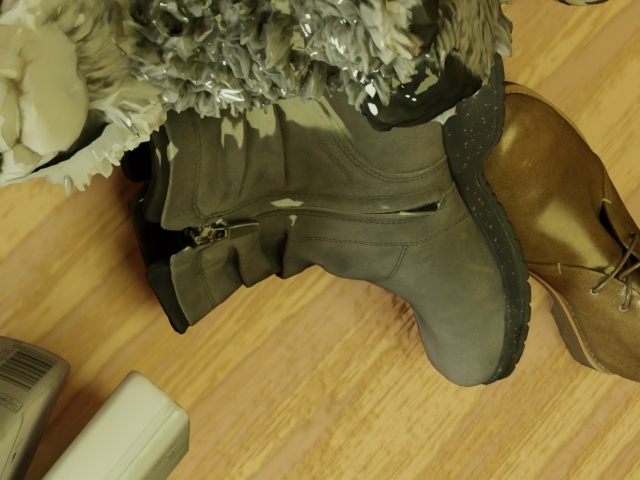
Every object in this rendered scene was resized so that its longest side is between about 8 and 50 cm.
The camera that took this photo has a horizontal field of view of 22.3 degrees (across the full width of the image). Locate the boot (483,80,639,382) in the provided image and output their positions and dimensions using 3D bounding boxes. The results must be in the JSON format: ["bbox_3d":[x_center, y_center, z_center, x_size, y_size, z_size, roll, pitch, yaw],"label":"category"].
[{"bbox_3d":[0.197,0.003,1.137,0.112,0.115,0.305,-50,130,-11],"label":"boot"}]

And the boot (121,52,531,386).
[{"bbox_3d":[0.000,0.000,0.983,0.223,0.118,0.338,-26,135,-11],"label":"boot"}]

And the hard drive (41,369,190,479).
[{"bbox_3d":[-0.181,0.212,0.863,0.307,0.040,0.203,-51,176,-13],"label":"hard drive"}]

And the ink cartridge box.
[{"bbox_3d":[-0.206,0.175,0.807,0.066,0.189,0.232,19,101,0],"label":"ink cartridge box"}]

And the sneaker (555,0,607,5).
[{"bbox_3d":[0.187,-0.300,1.020,0.162,0.106,0.281,30,87,-40],"label":"sneaker"}]

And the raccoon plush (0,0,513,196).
[{"bbox_3d":[-0.062,-0.164,0.830,0.446,0.299,0.216,-54,129,-60],"label":"raccoon plush"}]
